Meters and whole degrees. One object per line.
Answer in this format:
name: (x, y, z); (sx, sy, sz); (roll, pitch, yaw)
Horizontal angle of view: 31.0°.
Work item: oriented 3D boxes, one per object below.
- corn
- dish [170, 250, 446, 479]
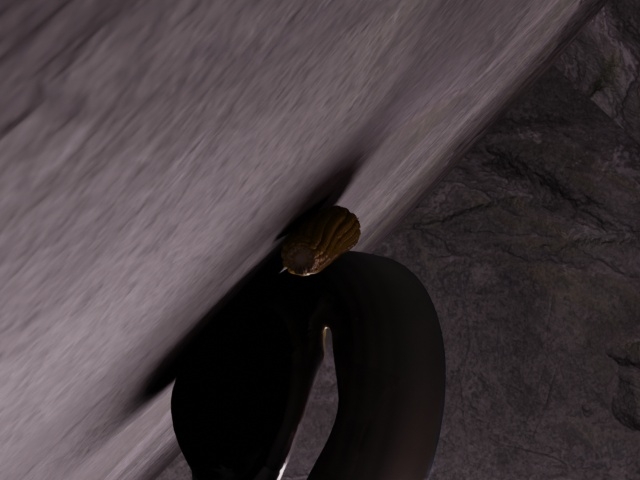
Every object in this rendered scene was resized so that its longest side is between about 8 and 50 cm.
corn: (0.000, 0.000, 0.775); (0.037, 0.037, 0.092); (-48, 177, 23)
dish: (-0.043, 0.124, 0.849); (0.273, 0.134, 0.273); (-36, -136, 44)
